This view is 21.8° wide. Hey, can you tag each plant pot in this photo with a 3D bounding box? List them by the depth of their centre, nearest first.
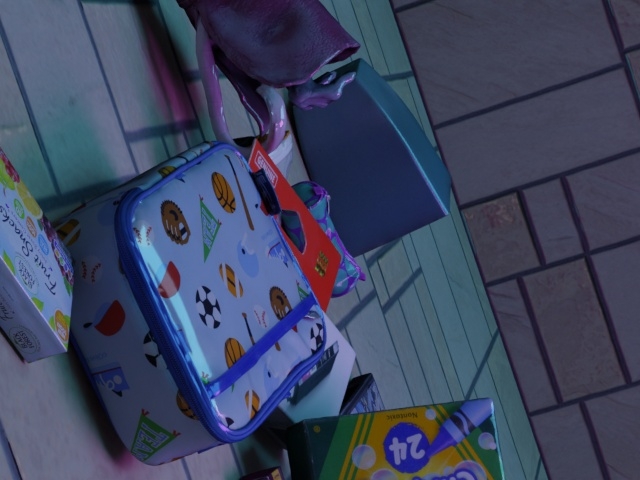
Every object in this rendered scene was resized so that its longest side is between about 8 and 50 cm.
[{"bbox_3d":[0.062,-0.130,2.405,0.234,0.165,0.165,60,15,-18],"label":"plant pot"}]

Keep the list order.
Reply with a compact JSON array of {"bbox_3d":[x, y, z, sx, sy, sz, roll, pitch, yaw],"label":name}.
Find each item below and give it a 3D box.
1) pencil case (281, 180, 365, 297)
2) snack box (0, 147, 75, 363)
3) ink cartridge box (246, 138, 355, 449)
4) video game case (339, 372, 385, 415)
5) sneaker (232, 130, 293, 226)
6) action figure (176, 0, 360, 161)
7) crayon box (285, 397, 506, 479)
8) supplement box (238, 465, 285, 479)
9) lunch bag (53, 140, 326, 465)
[{"bbox_3d":[0.000,0.000,2.137,0.064,0.070,0.151,-91,160,-54],"label":"pencil case"},{"bbox_3d":[-0.227,0.006,1.210,0.100,0.037,0.141,-92,160,-48],"label":"snack box"},{"bbox_3d":[-0.030,0.065,1.727,0.275,0.060,0.239,54,49,-56],"label":"ink cartridge box"},{"bbox_3d":[0.077,0.322,2.099,0.248,0.035,0.274,-33,105,-77],"label":"video game case"},{"bbox_3d":[-0.081,-0.034,1.814,0.262,0.099,0.121,-63,141,-63],"label":"sneaker"},{"bbox_3d":[-0.130,-0.282,1.805,0.370,0.248,0.275,49,54,-10],"label":"action figure"},{"bbox_3d":[0.092,0.330,1.659,0.083,0.203,0.323,141,-58,-70],"label":"crayon box"},{"bbox_3d":[-0.050,0.266,1.600,0.055,0.043,0.083,-20,91,-76],"label":"supplement box"},{"bbox_3d":[-0.101,0.052,1.425,0.243,0.115,0.303,64,24,-5],"label":"lunch bag"}]
